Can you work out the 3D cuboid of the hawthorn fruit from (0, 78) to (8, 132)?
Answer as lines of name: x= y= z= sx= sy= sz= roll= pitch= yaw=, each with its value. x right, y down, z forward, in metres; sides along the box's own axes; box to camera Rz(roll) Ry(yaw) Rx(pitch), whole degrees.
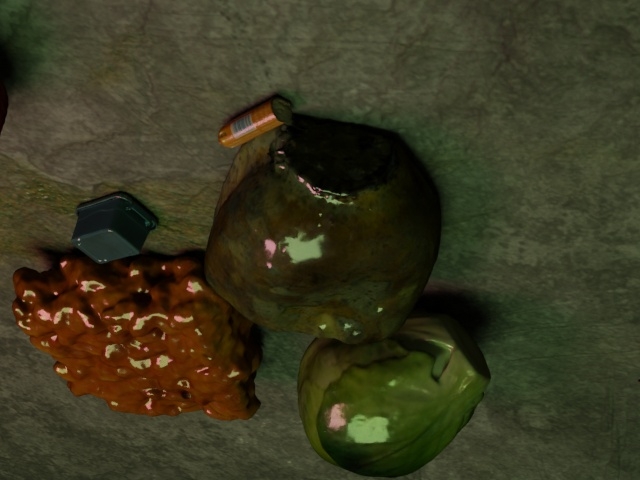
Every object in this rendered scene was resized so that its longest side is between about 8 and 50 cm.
hawthorn fruit: x=-0.451 y=-0.111 z=1.394 sx=0.205 sy=0.253 sz=0.205 roll=13 pitch=145 yaw=9

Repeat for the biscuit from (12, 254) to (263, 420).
biscuit: x=-0.239 y=0.139 z=1.807 sx=0.312 sy=0.110 sz=0.318 roll=2 pitch=144 yaw=16

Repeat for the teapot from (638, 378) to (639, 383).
teapot: x=0.460 y=0.179 z=1.603 sx=0.173 sy=0.116 sz=0.116 roll=-5 pitch=151 yaw=-18

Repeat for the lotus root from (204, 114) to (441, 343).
lotus root: x=0.014 y=-0.003 z=1.470 sx=0.267 sy=0.149 sz=0.260 roll=16 pitch=147 yaw=-6

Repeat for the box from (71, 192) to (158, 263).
box: x=-0.263 y=-0.012 z=1.644 sx=0.099 sy=0.054 sz=0.074 roll=-14 pitch=135 yaw=38

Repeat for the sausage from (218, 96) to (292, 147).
sausage: x=-0.077 y=-0.126 z=1.426 sx=0.107 sy=0.031 sz=0.031 roll=-20 pitch=133 yaw=43

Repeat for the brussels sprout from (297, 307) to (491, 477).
brussels sprout: x=0.091 y=0.188 z=1.673 sx=0.219 sy=0.210 sz=0.271 roll=32 pitch=128 yaw=-32
